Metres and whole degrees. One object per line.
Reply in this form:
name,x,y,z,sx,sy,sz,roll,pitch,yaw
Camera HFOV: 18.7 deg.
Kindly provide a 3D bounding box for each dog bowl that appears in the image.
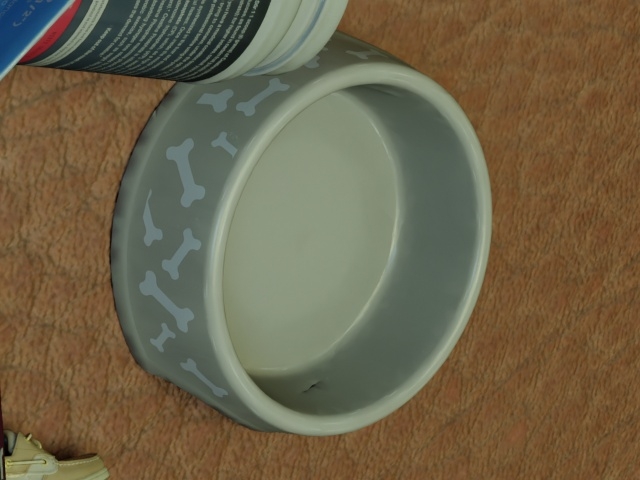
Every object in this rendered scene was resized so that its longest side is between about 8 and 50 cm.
dog bowl,0.000,0.000,1.581,0.349,0.102,0.348,-13,110,-39

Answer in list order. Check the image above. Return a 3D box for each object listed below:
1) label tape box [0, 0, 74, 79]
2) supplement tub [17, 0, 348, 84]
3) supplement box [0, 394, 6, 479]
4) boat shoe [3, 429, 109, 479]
label tape box,-0.312,-0.139,1.090,0.249,0.348,0.115,-51,130,-19
supplement tub,-0.130,-0.207,1.341,0.272,0.191,0.191,3,101,-42
supplement box,-0.270,0.112,1.328,0.104,0.081,0.188,-15,102,-82
boat shoe,-0.231,0.170,1.452,0.170,0.063,0.059,-6,82,-46
